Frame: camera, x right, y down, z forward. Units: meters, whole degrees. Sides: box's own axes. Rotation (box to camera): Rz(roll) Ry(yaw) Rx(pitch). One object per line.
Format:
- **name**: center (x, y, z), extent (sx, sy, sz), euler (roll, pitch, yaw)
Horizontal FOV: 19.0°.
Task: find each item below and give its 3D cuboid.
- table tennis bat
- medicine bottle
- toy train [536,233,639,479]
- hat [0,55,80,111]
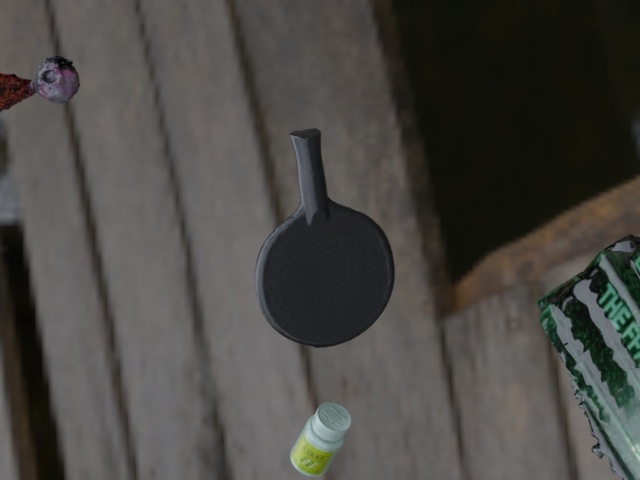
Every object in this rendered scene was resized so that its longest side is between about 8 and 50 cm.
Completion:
- **table tennis bat**: center (0.000, 0.000, 1.976), extent (0.027, 0.150, 0.236), euler (-135, 34, -68)
- **medicine bottle**: center (0.001, 0.217, 2.089), extent (0.047, 0.047, 0.083), euler (66, 145, 34)
- **toy train**: center (0.256, 0.098, 1.041), extent (0.178, 0.138, 0.330), euler (-57, 44, 32)
- **hat**: center (-0.310, -0.121, 1.556), extent (0.140, 0.227, 0.129), euler (-118, 22, -61)
